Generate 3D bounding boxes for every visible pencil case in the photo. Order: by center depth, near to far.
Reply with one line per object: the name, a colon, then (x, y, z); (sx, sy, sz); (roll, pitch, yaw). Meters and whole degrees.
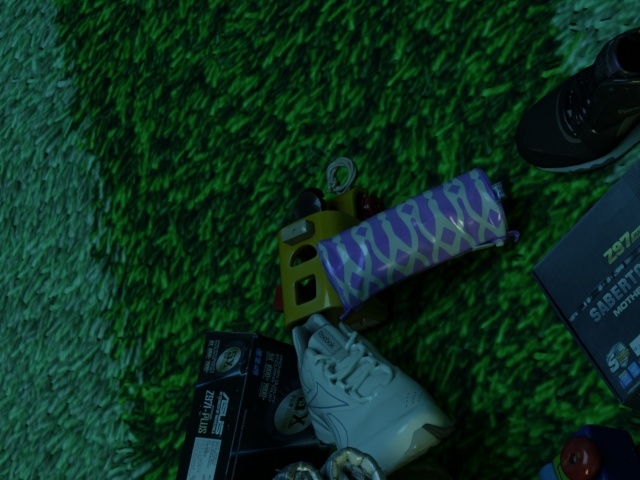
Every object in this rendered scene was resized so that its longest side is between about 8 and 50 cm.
pencil case: (0.098, 0.001, 1.872); (0.206, 0.086, 0.088); (-24, 82, 3)

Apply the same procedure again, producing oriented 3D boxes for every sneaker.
sneaker: (0.289, -0.158, 1.772); (0.283, 0.124, 0.107); (-23, 59, 35)
sneaker: (0.034, 0.152, 1.810); (0.111, 0.129, 0.297); (-32, 16, -15)

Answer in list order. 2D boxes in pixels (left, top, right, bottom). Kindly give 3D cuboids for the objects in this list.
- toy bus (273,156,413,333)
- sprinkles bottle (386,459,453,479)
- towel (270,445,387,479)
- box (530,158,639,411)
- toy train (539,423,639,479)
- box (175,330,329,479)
toy bus: (0.005, 0.009, 1.986); (0.202, 0.104, 0.191); (33, 97, 44)
sprinkles bottle: (0.143, 0.341, 1.671); (0.121, 0.121, 0.355); (-56, 33, 11)
towel: (0.018, 0.350, 1.657); (0.235, 0.121, 0.283); (116, 137, -66)
box: (0.329, 0.019, 1.715); (0.232, 0.059, 0.183); (-47, 48, 20)
toy train: (0.258, 0.305, 1.651); (0.143, 0.105, 0.248); (-44, 49, 36)
box: (-0.063, 0.199, 1.948); (0.078, 0.147, 0.180); (1, 74, 43)
